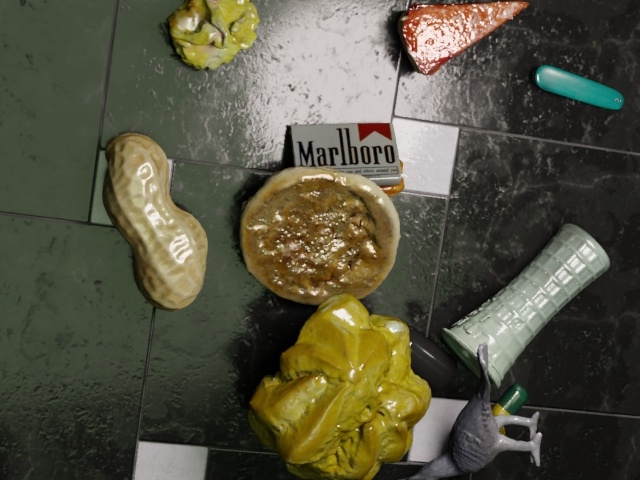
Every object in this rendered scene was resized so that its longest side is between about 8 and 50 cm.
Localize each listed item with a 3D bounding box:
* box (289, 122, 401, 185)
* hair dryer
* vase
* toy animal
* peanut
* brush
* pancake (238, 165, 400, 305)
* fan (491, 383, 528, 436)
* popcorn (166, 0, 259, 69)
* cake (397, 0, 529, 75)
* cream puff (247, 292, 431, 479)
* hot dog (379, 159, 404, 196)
[{"bbox_3d":[0.040,-0.142,1.785,0.177,0.036,0.115,-2,61,-7],"label":"box"},{"bbox_3d":[0.119,0.271,1.879,0.114,0.070,0.248,38,97,-14],"label":"hair dryer"},{"bbox_3d":[0.363,0.106,1.865,0.299,0.143,0.143,-44,103,-7],"label":"vase"},{"bbox_3d":[0.289,0.329,1.830,0.206,0.081,0.367,12,129,-14],"label":"toy animal"},{"bbox_3d":[-0.266,-0.030,1.724,0.136,0.120,0.298,-22,101,-4],"label":"peanut"},{"bbox_3d":[0.454,-0.268,1.891,0.193,0.032,0.043,13,90,-25],"label":"brush"},{"bbox_3d":[0.000,-0.001,1.773,0.282,0.049,0.282,-2,119,-4],"label":"pancake"},{"bbox_3d":[0.317,0.324,1.929,0.082,0.039,0.155,41,87,-13],"label":"fan"},{"bbox_3d":[-0.171,-0.345,1.711,0.145,0.126,0.125,-11,74,6],"label":"popcorn"},{"bbox_3d":[0.226,-0.380,1.798,0.220,0.086,0.116,-36,105,-4],"label":"cake"},{"bbox_3d":[0.035,0.269,1.723,0.274,0.270,0.323,35,101,-4],"label":"cream puff"},{"bbox_3d":[0.063,-0.101,1.821,0.165,0.045,0.071,-8,100,-10],"label":"hot dog"}]
